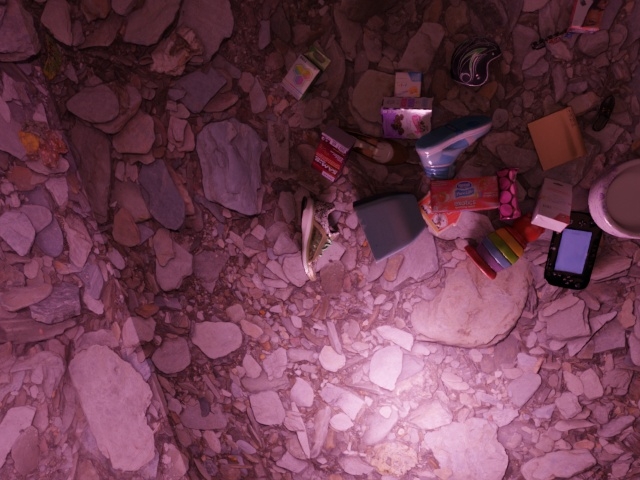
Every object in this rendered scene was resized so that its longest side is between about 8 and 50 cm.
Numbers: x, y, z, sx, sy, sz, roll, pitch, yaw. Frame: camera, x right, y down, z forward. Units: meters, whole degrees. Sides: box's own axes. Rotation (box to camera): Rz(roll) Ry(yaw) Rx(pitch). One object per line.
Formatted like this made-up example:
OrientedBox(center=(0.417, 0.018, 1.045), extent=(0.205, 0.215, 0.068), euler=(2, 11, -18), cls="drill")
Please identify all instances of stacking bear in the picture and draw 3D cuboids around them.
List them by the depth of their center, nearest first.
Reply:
OrientedBox(center=(0.760, 0.011, 1.752), extent=(0.289, 0.164, 0.175), euler=(-43, 91, 17), cls="stacking bear")

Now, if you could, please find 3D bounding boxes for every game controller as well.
OrientedBox(center=(1.011, 0.041, 1.730), extent=(0.166, 0.067, 0.319), euler=(8, 107, 14), cls="game controller")

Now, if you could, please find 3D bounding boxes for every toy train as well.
OrientedBox(center=(0.856, -0.738, 1.574), extent=(0.158, 0.027, 0.036), euler=(-18, 102, 20), cls="toy train")

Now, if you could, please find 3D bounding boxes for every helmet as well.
OrientedBox(center=(0.575, -0.673, 1.603), extent=(0.169, 0.169, 0.162), euler=(15, 125, 12), cls="helmet")

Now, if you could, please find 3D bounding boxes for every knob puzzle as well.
OrientedBox(center=(0.523, -0.139, 1.839), extent=(0.213, 0.030, 0.213), euler=(4, 106, 15), cls="knob puzzle")

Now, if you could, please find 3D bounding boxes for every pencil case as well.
OrientedBox(center=(0.750, -0.185, 1.708), extent=(0.098, 0.095, 0.209), euler=(3, 104, 61), cls="pencil case")

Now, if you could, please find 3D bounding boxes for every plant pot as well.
OrientedBox(center=(0.297, -0.085, 1.817), extent=(0.252, 0.247, 0.248), euler=(-22, 98, 7), cls="plant pot")

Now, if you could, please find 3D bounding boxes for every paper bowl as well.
OrientedBox(center=(1.134, -0.151, 1.576), extent=(0.284, 0.148, 0.284), euler=(0, 94, 5), cls="paper bowl")

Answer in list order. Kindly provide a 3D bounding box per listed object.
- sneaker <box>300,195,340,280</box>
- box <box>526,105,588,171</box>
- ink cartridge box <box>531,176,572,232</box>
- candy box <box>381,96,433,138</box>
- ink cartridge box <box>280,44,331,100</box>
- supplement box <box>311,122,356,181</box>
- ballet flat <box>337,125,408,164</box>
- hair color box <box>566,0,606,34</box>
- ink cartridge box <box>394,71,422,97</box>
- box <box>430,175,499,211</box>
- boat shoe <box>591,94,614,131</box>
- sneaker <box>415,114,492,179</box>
OrientedBox(center=(0.000, 0.000, 1.981), extent=(0.182, 0.158, 0.411), euler=(0, 111, -2), cls="sneaker")
OrientedBox(center=(0.910, -0.390, 1.661), extent=(0.164, 0.021, 0.201), euler=(-21, 99, 20), cls="box")
OrientedBox(center=(0.901, -0.142, 1.676), extent=(0.115, 0.198, 0.067), euler=(20, 152, 10), cls="ink cartridge box")
OrientedBox(center=(0.347, -0.487, 1.722), extent=(0.196, 0.070, 0.165), euler=(5, 150, 15), cls="candy box")
OrientedBox(center=(-0.063, -0.712, 1.828), extent=(0.109, 0.062, 0.209), euler=(42, 112, 2), cls="ink cartridge box")
OrientedBox(center=(0.050, -0.365, 1.818), extent=(0.130, 0.073, 0.239), euler=(34, 152, 5), cls="supplement box")
OrientedBox(center=(0.200, -0.394, 1.809), extent=(0.342, 0.124, 0.116), euler=(24, 109, 8), cls="ballet flat")
OrientedBox(center=(0.935, -0.816, 1.500), extent=(0.093, 0.053, 0.167), euler=(12, 98, 12), cls="hair color box")
OrientedBox(center=(0.353, -0.582, 1.745), extent=(0.104, 0.061, 0.181), euler=(5, 107, 15), cls="ink cartridge box")
OrientedBox(center=(0.577, -0.182, 1.743), extent=(0.256, 0.122, 0.128), euler=(-3, 89, 14), cls="box")
OrientedBox(center=(1.048, -0.468, 1.589), extent=(0.048, 0.042, 0.133), euler=(21, 108, 12), cls="boat shoe")
OrientedBox(center=(0.543, -0.361, 1.736), extent=(0.318, 0.127, 0.208), euler=(-22, 127, 0), cls="sneaker")
